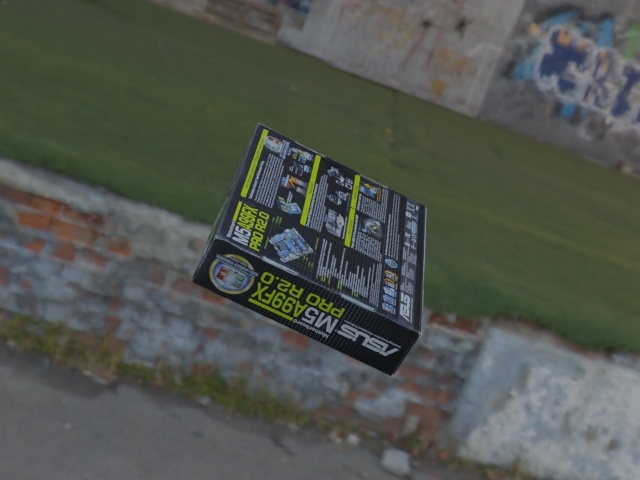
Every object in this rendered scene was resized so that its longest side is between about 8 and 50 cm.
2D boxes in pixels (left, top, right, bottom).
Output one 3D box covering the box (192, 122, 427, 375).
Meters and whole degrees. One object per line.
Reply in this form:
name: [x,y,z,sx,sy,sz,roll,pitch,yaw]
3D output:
box: [0.000,0.000,1.199,0.216,0.060,0.270,25,28,-8]
